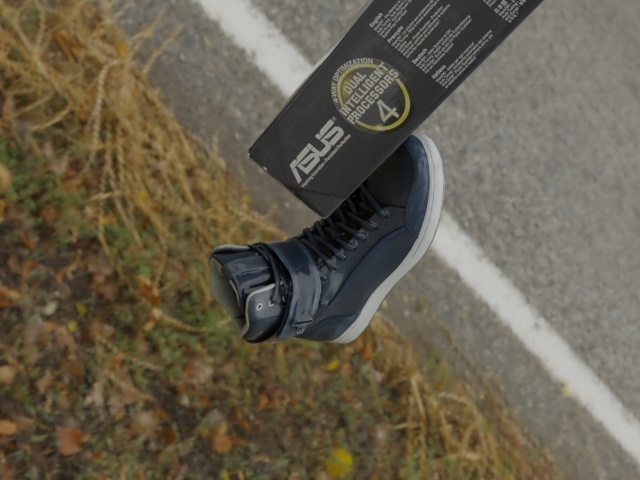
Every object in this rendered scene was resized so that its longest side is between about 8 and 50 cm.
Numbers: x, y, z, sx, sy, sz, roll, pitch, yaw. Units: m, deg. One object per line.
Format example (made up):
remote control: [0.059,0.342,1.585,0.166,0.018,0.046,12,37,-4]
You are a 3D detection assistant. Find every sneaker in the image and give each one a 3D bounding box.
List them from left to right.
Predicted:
sneaker: [0.001,0.002,0.990,0.163,0.226,0.086,4,35,-39]

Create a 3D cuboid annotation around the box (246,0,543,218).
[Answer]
box: [0.132,-0.227,0.881,0.097,0.395,0.318,38,45,-7]
